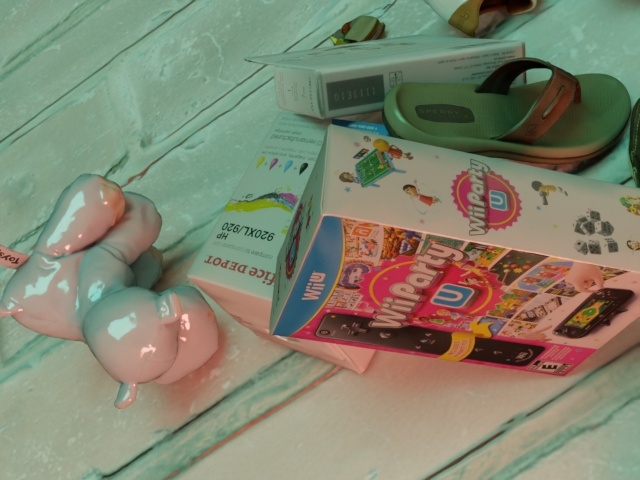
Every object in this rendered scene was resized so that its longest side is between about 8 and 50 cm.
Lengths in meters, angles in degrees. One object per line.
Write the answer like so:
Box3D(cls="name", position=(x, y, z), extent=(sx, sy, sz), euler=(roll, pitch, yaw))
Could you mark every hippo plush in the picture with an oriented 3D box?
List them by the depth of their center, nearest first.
Box3D(cls="hippo plush", position=(-0.241, 0.058, 1.091), extent=(0.237, 0.294, 0.234), euler=(23, 95, 32))

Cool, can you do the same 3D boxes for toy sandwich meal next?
Box3D(cls="toy sandwich meal", position=(0.052, -0.300, 1.305), extent=(0.086, 0.029, 0.085), euler=(-16, 52, 22))

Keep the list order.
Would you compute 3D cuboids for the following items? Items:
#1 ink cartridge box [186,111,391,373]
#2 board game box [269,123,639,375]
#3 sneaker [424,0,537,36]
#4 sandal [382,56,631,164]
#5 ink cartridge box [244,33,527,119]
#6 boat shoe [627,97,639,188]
Box3D(cls="ink cartridge box", position=(0.000, 0.000, 1.035), extent=(0.171, 0.168, 0.232), euler=(13, 67, 37))
Box3D(cls="board game box", position=(0.124, 0.023, 0.810), extent=(0.304, 0.224, 0.097), euler=(10, 58, -9))
Box3D(cls="sneaker", position=(0.272, -0.372, 1.194), extent=(0.290, 0.106, 0.123), euler=(-39, 80, -7))
Box3D(cls="sandal", position=(0.216, -0.148, 0.977), extent=(0.303, 0.086, 0.120), euler=(-6, 51, -22))
Box3D(cls="ink cartridge box", position=(0.071, -0.208, 1.114), extent=(0.275, 0.060, 0.239), euler=(-12, 17, -22))
Box3D(cls="boat shoe", position=(0.361, -0.068, 0.907), extent=(0.095, 0.095, 0.257), euler=(-15, 52, 23))
